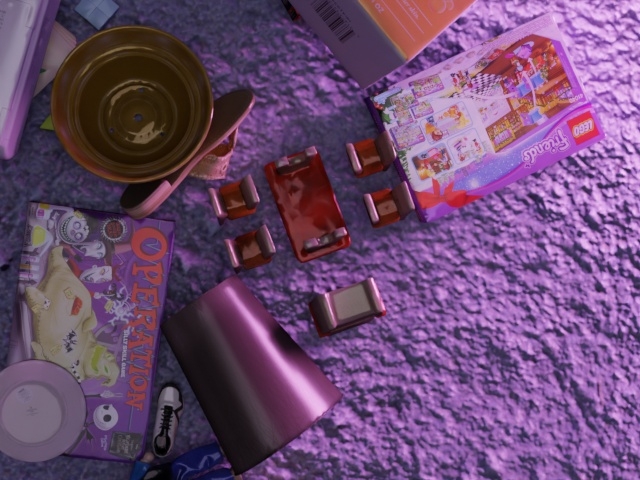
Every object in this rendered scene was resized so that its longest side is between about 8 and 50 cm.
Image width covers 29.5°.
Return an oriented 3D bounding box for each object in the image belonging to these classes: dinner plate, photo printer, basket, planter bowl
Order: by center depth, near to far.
[{"bbox_3d":[-0.521,-0.266,1.597,0.307,0.107,0.256,15,89,-1],"label":"photo printer"},{"bbox_3d":[-0.253,-0.177,1.660,0.217,0.090,0.217,0,82,-2],"label":"planter bowl"},{"bbox_3d":[-0.393,0.234,1.662,0.141,0.017,0.141,0,91,-7],"label":"dinner plate"},{"bbox_3d":[-0.105,0.173,1.670,0.204,0.154,0.227,-33,88,-46],"label":"basket"}]

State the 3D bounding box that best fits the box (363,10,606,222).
[{"bbox_3d":[0.236,-0.175,1.743,0.293,0.057,0.201,-25,95,-5],"label":"box"}]

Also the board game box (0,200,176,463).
[{"bbox_3d":[-0.327,0.129,1.696,0.208,0.056,0.347,7,92,-11],"label":"board game box"}]

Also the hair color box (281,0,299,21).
[{"bbox_3d":[-0.052,-0.381,1.692,0.043,0.072,0.141,-29,95,-5],"label":"hair color box"}]

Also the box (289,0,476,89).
[{"bbox_3d":[0.135,-0.402,1.627,0.345,0.168,0.215,-43,98,-17],"label":"box"}]

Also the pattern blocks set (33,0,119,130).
[{"bbox_3d":[-0.444,-0.252,1.673,0.285,0.026,0.325,31,88,-7],"label":"pattern blocks set"}]

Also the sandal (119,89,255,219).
[{"bbox_3d":[-0.170,-0.105,1.698,0.240,0.088,0.079,-44,130,-8],"label":"sandal"}]

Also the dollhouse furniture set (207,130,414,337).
[{"bbox_3d":[0.000,0.000,1.707,0.262,0.135,0.259,-19,83,-6],"label":"dollhouse furniture set"}]

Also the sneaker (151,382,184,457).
[{"bbox_3d":[-0.215,0.256,1.715,0.040,0.044,0.109,6,90,-6],"label":"sneaker"}]

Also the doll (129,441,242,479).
[{"bbox_3d":[-0.204,0.347,1.676,0.189,0.046,0.129,-22,80,-11],"label":"doll"}]
